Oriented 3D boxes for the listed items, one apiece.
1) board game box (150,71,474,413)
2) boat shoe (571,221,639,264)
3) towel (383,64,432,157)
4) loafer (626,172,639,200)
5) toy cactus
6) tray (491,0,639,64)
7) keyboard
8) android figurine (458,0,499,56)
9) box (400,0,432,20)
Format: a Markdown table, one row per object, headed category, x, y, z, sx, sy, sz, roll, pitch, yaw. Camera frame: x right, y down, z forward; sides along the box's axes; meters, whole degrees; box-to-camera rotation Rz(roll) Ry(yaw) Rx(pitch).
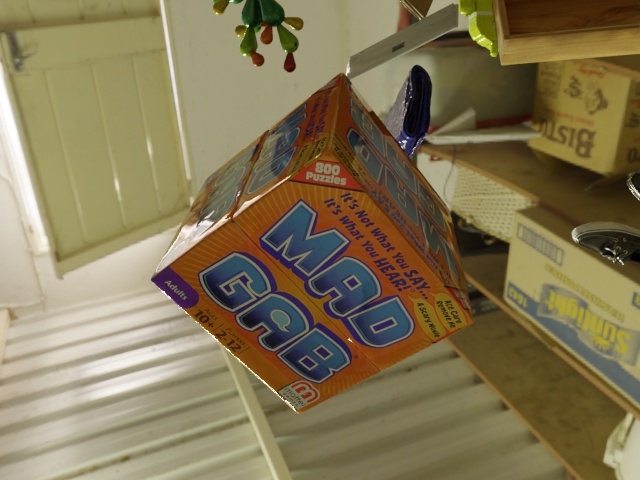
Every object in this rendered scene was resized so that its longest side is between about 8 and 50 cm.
| category | x | y | z | sx | sy | sz | roll | pitch | yaw |
| --- | --- | --- | --- | --- | --- | --- | --- | --- | --- |
| board game box | 0.000 | 0.000 | 1.039 | 0.356 | 0.356 | 0.357 | -33 | -157 | 22 |
| boat shoe | 0.669 | 0.020 | 1.305 | 0.228 | 0.080 | 0.076 | 13 | -123 | -7 |
| towel | 0.202 | -0.260 | 1.508 | 0.076 | 0.308 | 0.228 | 16 | -119 | -6 |
| loafer | 0.736 | -0.091 | 1.263 | 0.170 | 0.062 | 0.061 | 40 | -176 | 20 |
| toy cactus | -0.100 | -0.389 | 0.969 | 0.112 | 0.181 | 0.219 | -19 | -129 | -25 |
| tray | 0.576 | -0.470 | 1.221 | 0.410 | 0.076 | 0.203 | -2 | -123 | 9 |
| keyboard | 0.156 | -0.388 | 1.174 | 0.255 | 0.014 | 0.072 | -18 | -128 | 35 |
| android figurine | 0.450 | -0.587 | 1.460 | 0.248 | 0.273 | 0.056 | 0 | 180 | -14 |
| box | 0.225 | -0.654 | 1.402 | 0.164 | 0.201 | 0.021 | 32 | 165 | -29 |
